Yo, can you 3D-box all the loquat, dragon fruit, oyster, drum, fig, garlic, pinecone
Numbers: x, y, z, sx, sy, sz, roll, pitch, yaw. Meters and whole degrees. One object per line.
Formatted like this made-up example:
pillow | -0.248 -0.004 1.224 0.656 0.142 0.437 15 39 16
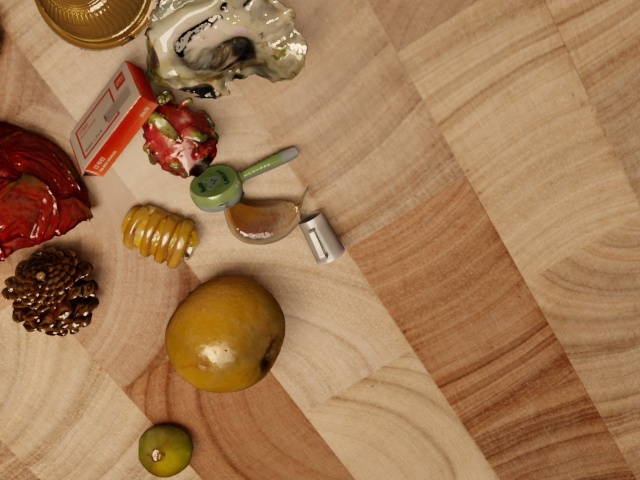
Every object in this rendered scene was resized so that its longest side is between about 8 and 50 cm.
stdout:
loquat | -0.223 0.218 1.595 0.274 0.275 0.275 -2 111 -6
dragon fruit | -0.301 -0.223 1.466 0.172 0.160 0.166 42 143 -19
oyster | -0.213 -0.398 1.413 0.351 0.115 0.238 -18 90 14
drum | -0.179 -0.153 1.559 0.253 0.130 0.049 -38 138 -22
fig | -0.394 0.531 1.761 0.136 0.121 0.153 -40 133 3
garlic | -0.119 -0.056 1.588 0.198 0.090 0.129 -4 99 0
pinecone | -0.589 0.124 1.552 0.207 0.208 0.208 -2 111 -6
dragon fruit | -0.637 -0.054 1.438 0.302 0.330 0.240 21 129 -16

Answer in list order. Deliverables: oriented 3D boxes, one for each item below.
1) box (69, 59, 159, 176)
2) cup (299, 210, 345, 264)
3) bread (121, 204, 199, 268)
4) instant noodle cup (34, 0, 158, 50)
box | -0.431 -0.246 1.439 0.229 0.123 0.050 -44 144 23
cup | 0.000 0.000 1.611 0.074 0.104 0.116 -22 109 18
bread | -0.364 -0.008 1.578 0.177 0.084 0.119 22 106 -9
instant noodle cup | -0.450 -0.505 1.339 0.274 0.091 0.274 1 101 7
